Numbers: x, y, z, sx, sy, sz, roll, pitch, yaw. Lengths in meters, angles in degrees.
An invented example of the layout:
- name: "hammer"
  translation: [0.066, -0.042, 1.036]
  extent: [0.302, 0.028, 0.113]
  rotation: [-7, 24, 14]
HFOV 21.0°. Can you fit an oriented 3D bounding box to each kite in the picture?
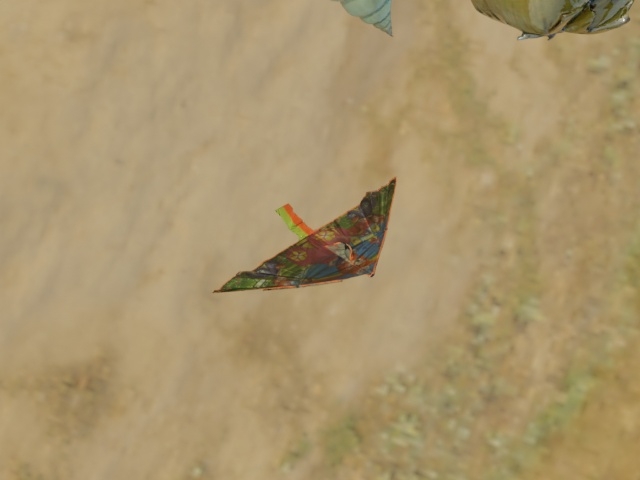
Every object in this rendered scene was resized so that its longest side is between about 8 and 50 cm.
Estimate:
- name: "kite"
  translation: [0.000, 0.000, 1.399]
  extent: [0.190, 0.159, 0.010]
  rotation: [-32, 121, -20]

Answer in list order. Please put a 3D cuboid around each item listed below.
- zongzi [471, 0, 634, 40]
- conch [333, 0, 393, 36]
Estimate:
- name: "zongzi"
  translation: [0.206, -0.255, 1.048]
  extent: [0.274, 0.125, 0.250]
  rotation: [-16, 118, -31]
- name: "conch"
  translation: [0.030, -0.221, 1.312]
  extent: [0.088, 0.065, 0.180]
  rotation: [-42, 138, -13]
